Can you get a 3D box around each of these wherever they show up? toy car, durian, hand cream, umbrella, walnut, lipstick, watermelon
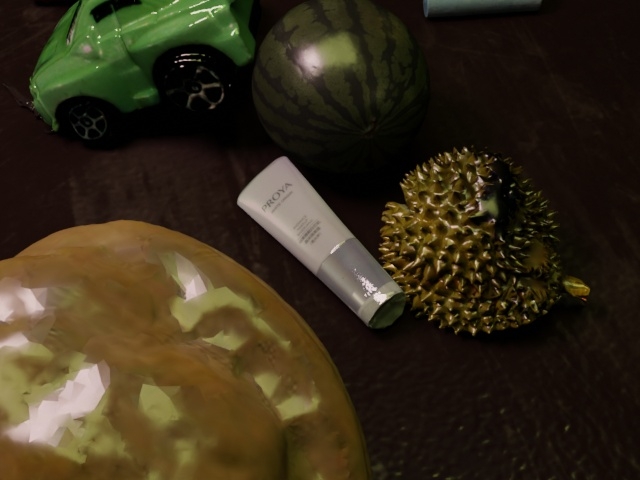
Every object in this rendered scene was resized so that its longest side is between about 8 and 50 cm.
[{"bbox_3d":[-0.196,-0.264,1.341,0.359,0.176,0.213,-13,43,22],"label":"toy car"},{"bbox_3d":[0.175,-0.007,1.179,0.237,0.137,0.193,18,51,16],"label":"durian"},{"bbox_3d":[0.000,0.000,1.235,0.079,0.048,0.255,-44,57,-1],"label":"hand cream"},{"bbox_3d":[-0.369,-0.173,1.424,0.022,0.013,0.122,-44,59,-6],"label":"umbrella"},{"bbox_3d":[-0.163,0.168,0.905,0.384,0.383,0.383,-1,48,1],"label":"walnut"},{"bbox_3d":[0.221,-0.333,1.527,0.158,0.048,0.048,-4,48,-2],"label":"lipstick"},{"bbox_3d":[0.022,-0.179,1.291,0.212,0.212,0.212,-1,48,1],"label":"watermelon"}]

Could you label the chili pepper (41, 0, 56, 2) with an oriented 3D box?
[{"bbox_3d":[-0.333,-0.361,1.552,0.268,0.050,0.059,-1,65,15],"label":"chili pepper"}]
